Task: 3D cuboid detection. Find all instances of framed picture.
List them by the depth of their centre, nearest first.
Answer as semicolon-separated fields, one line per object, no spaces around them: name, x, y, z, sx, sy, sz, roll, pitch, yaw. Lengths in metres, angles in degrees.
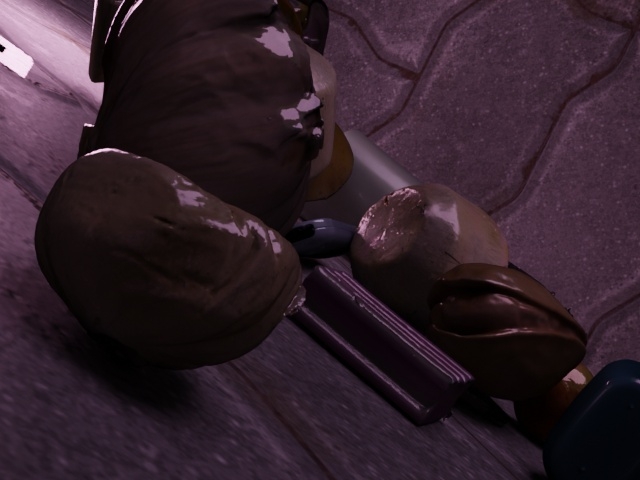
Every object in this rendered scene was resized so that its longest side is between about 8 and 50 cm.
framed picture;0.128;0.152;1.412;0.260;0.023;0.189;34;5;-26

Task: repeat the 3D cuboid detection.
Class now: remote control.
remote control;0.000;0.000;1.556;0.244;0.087;0.047;10;67;-75

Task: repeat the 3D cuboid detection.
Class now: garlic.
garlic;-0.109;-0.131;1.051;0.241;0.322;0.322;16;10;-10

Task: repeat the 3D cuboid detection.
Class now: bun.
bun;-0.103;0.024;0.663;0.166;0.113;0.173;38;-19;-34

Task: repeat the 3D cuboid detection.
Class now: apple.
apple;0.342;0.233;1.490;0.126;0.126;0.102;32;26;-37

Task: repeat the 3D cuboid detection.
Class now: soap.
soap;0.065;0.113;1.135;0.203;0.065;0.122;39;7;20

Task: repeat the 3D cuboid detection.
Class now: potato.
potato;-0.072;-0.204;1.875;0.299;0.239;0.116;32;-39;13

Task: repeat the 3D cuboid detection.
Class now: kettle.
kettle;0.116;-0.022;1.995;0.318;0.265;0.205;38;41;19

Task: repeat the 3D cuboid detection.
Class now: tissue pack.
tissue pack;0.410;0.277;1.203;0.287;0.198;0.206;36;8;14

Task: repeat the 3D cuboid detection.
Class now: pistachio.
pistachio;0.240;0.121;1.355;0.181;0.162;0.293;-5;-27;36

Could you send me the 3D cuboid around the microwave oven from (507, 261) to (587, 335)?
microwave oven;0.326;0.141;1.832;0.237;0.181;0.295;38;7;2

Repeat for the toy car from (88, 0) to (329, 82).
toy car;-0.180;-0.306;1.678;0.336;0.242;0.226;-11;34;-38

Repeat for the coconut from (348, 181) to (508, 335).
coconut;0.170;0.037;1.577;0.230;0.227;0.227;37;5;-33

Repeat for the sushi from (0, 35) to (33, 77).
sushi;-0.448;-0.254;1.136;0.279;0.043;0.192;34;7;-20

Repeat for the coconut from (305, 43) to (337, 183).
coconut;-0.102;-0.187;1.451;0.245;0.247;0.245;2;27;-1
